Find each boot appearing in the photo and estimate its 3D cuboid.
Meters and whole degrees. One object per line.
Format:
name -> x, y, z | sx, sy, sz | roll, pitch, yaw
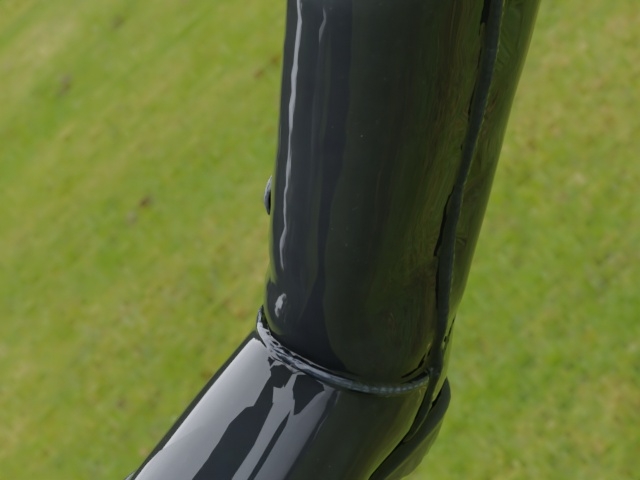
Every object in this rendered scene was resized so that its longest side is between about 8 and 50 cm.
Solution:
boot -> 0.001, -0.001, 1.120 | 0.367, 0.146, 0.445 | -49, -22, -50
